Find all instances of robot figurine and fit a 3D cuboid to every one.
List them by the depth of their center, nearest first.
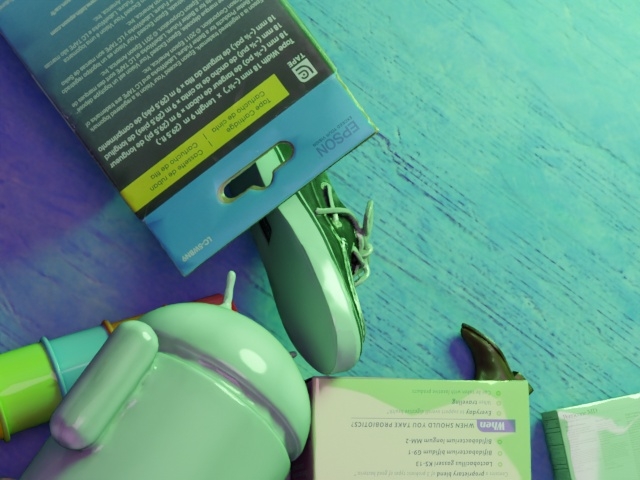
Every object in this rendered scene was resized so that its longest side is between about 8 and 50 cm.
[{"bbox_3d":[-0.141,0.202,1.713,0.200,0.300,0.353,17,61,32],"label":"robot figurine"}]

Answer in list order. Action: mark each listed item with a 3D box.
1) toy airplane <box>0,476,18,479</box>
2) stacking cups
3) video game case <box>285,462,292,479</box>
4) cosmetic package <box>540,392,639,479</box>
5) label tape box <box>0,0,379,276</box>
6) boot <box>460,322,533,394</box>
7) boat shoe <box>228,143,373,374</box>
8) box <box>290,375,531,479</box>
[{"bbox_3d":[-0.390,0.440,1.695,0.386,0.272,0.384,-22,108,-41],"label":"toy airplane"},{"bbox_3d":[-0.228,0.126,1.832,0.316,0.096,0.096,-17,85,-13],"label":"stacking cups"},{"bbox_3d":[0.006,0.276,1.867,0.190,0.022,0.173,-25,86,-15],"label":"video game case"},{"bbox_3d":[0.355,0.200,1.955,0.239,0.060,0.099,-10,86,-13],"label":"cosmetic package"},{"bbox_3d":[-0.131,-0.165,1.848,0.240,0.106,0.333,-37,86,4],"label":"label tape box"},{"bbox_3d":[0.146,0.157,1.936,0.114,0.037,0.106,-43,89,-9],"label":"boot"},{"bbox_3d":[-0.001,0.003,1.842,0.105,0.113,0.306,-6,41,-21],"label":"boat shoe"},{"bbox_3d":[0.085,0.257,1.815,0.213,0.117,0.243,1,79,-11],"label":"box"}]
